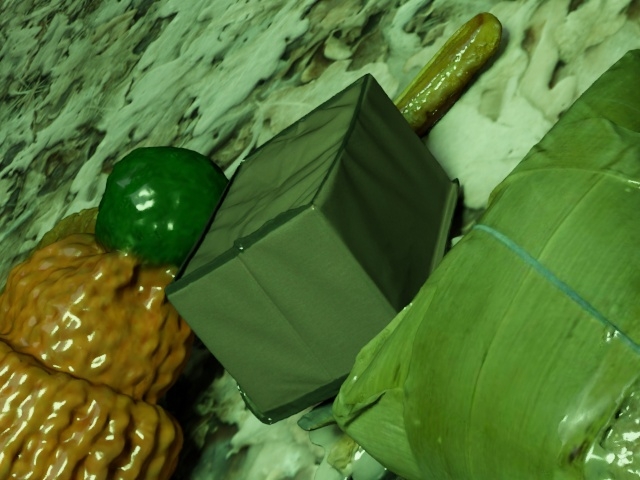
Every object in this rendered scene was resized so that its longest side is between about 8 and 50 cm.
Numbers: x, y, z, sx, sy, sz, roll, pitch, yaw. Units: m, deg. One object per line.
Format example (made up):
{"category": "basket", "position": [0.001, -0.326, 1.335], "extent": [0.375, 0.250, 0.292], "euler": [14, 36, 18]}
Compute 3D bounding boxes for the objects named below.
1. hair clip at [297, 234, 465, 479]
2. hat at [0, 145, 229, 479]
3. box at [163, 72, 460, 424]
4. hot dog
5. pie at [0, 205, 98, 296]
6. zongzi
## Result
{"category": "hair clip", "position": [0.065, 0.107, 1.009], "extent": [0.257, 0.075, 0.146], "euler": [-50, 18, -9]}
{"category": "hat", "position": [-0.247, 0.087, 1.153], "extent": [0.285, 0.285, 0.400], "euler": [11, 84, 53]}
{"category": "box", "position": [0.000, 0.000, 1.040], "extent": [0.188, 0.153, 0.252], "euler": [-30, 21, 32]}
{"category": "hot dog", "position": [0.104, -0.140, 1.202], "extent": [0.215, 0.047, 0.066], "euler": [-47, 20, 8]}
{"category": "pie", "position": [-0.310, 0.101, 1.443], "extent": [0.339, 0.083, 0.339], "euler": [-33, 38, 30]}
{"category": "zongzi", "position": [0.238, 0.037, 0.788], "extent": [0.356, 0.174, 0.393], "euler": [21, 70, 50]}
